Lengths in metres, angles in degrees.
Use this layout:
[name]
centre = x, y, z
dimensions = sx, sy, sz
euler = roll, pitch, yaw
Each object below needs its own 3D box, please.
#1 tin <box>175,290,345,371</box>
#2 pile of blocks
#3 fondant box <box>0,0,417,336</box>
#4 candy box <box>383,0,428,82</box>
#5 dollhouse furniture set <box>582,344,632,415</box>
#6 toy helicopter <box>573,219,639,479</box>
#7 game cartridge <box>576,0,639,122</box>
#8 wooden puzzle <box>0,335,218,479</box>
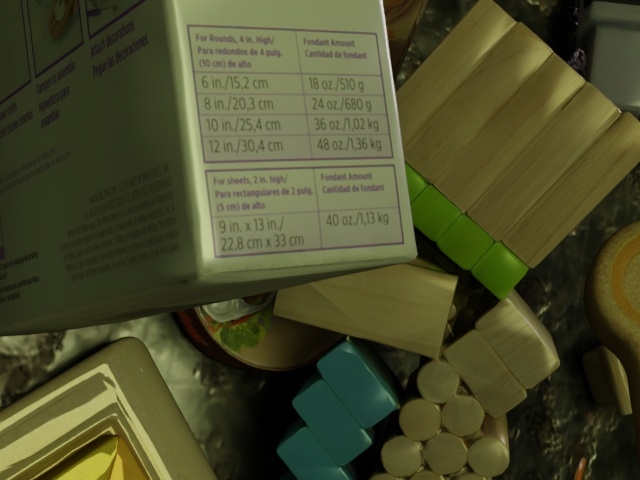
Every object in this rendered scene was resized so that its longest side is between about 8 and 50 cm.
[tin]
centre = 0.000, 0.000, 0.665
dimensions = 0.190, 0.040, 0.106
euler = -30, 95, -33
[pile of blocks]
centre = 0.049, 0.061, 0.626
dimensions = 0.149, 0.112, 0.362
euler = 18, 97, 6
[fondant box]
centre = -0.084, -0.135, 0.510
dimensions = 0.096, 0.238, 0.330
euler = -6, 85, -33
[candy box]
centre = 0.050, -0.251, 0.643
dimensions = 0.088, 0.183, 0.316
euler = 17, 70, -1
[dollhouse furniture set]
centre = 0.202, 0.202, 0.681
dimensions = 0.356, 0.174, 0.303
euler = -19, 92, -34
[toy helicopter]
centre = 0.184, 0.158, 0.626
dimensions = 0.235, 0.140, 0.355
euler = -8, 68, 6
[game cartridge]
centre = 0.301, -0.232, 0.815
dimensions = 0.230, 0.068, 0.355
euler = 9, 74, 4
[wooden puzzle]
centre = -0.121, 0.191, 0.549
dimensions = 0.239, 0.044, 0.221
euler = -33, 100, -33
